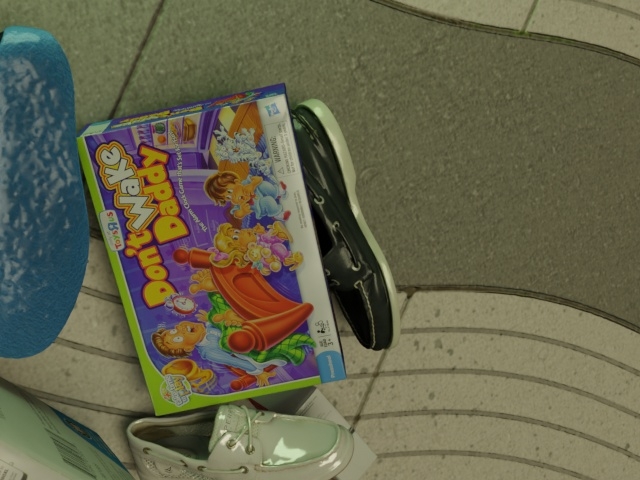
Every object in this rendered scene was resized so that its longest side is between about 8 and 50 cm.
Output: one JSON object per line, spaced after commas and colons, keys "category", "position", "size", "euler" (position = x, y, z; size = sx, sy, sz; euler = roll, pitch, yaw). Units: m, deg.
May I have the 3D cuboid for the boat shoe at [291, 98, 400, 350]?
{"category": "boat shoe", "position": [0.002, 0.000, 1.215], "size": [0.113, 0.127, 0.339], "euler": [-25, 111, -22]}

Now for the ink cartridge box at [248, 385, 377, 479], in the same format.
{"category": "ink cartridge box", "position": [-0.010, 0.247, 1.272], "size": [0.063, 0.109, 0.150], "euler": [-47, 120, -17]}

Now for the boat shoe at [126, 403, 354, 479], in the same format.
{"category": "boat shoe", "position": [-0.102, 0.240, 1.140], "size": [0.277, 0.098, 0.096], "euler": [-8, 128, 14]}

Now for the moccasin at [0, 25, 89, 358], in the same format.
{"category": "moccasin", "position": [-0.313, -0.050, 1.029], "size": [0.138, 0.117, 0.341], "euler": [5, 95, -35]}

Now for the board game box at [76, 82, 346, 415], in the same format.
{"category": "board game box", "position": [-0.118, 0.015, 1.118], "size": [0.234, 0.078, 0.346], "euler": [-12, 109, 2]}

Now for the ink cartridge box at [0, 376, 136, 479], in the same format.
{"category": "ink cartridge box", "position": [-0.375, 0.214, 0.947], "size": [0.395, 0.285, 0.166], "euler": [41, 80, -30]}
